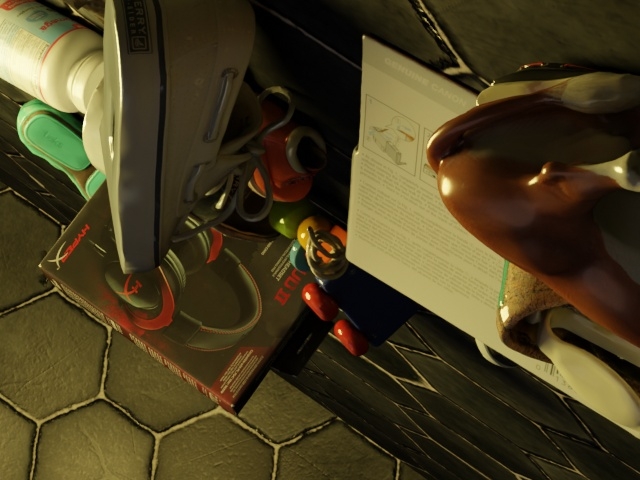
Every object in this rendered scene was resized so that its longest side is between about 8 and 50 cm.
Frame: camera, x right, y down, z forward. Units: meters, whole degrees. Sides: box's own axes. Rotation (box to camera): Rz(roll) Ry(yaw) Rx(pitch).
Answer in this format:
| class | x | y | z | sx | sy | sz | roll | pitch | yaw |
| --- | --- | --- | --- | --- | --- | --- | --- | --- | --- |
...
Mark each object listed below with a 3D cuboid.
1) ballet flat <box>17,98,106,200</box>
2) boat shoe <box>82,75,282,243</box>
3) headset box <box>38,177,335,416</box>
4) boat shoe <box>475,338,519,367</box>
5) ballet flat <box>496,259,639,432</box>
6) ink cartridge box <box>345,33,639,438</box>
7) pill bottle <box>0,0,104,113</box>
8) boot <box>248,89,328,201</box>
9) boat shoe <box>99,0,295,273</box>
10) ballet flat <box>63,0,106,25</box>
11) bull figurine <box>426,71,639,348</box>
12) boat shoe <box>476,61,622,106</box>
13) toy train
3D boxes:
| class | x | y | z | sx | sy | sz | roll | pitch | yaw |
| --- | --- | --- | --- | --- | --- | --- | --- | --- | --- |
| ballet flat | -0.309 | -0.110 | 2.149 | 0.247 | 0.083 | 0.087 | 43 | -168 | -32 |
| boat shoe | -0.111 | -0.081 | 1.545 | 0.119 | 0.121 | 0.335 | 24 | 177 | 22 |
| headset box | -0.123 | 0.036 | 1.756 | 0.293 | 0.218 | 0.110 | 36 | 170 | 6 |
| boat shoe | 0.170 | 0.083 | 1.487 | 0.040 | 0.049 | 0.142 | 27 | 164 | 38 |
| ballet flat | 0.248 | 0.096 | 0.984 | 0.316 | 0.106 | 0.108 | 25 | 138 | 11 |
| ink cartridge box | 0.144 | -0.012 | 1.123 | 0.275 | 0.060 | 0.239 | 31 | 144 | 23 |
| pill bottle | -0.265 | -0.182 | 1.607 | 0.160 | 0.087 | 0.087 | 29 | 168 | 32 |
| boot | -0.026 | -0.069 | 1.427 | 0.084 | 0.059 | 0.158 | 26 | 165 | 25 |
| boat shoe | -0.096 | -0.087 | 1.304 | 0.367 | 0.156 | 0.136 | 104 | 157 | -60 |
| ballet flat | -0.147 | -0.185 | 1.317 | 0.084 | 0.058 | 0.250 | -14 | 149 | 24 |
| bull figurine | 0.202 | 0.009 | 0.816 | 0.310 | 0.101 | 0.188 | 24 | 159 | -26 |
| boat shoe | 0.150 | -0.074 | 0.875 | 0.133 | 0.042 | 0.049 | 9 | 123 | 42 |
| toy train | 0.000 | 0.000 | 1.564 | 0.143 | 0.105 | 0.248 | 45 | 177 | 35 |
